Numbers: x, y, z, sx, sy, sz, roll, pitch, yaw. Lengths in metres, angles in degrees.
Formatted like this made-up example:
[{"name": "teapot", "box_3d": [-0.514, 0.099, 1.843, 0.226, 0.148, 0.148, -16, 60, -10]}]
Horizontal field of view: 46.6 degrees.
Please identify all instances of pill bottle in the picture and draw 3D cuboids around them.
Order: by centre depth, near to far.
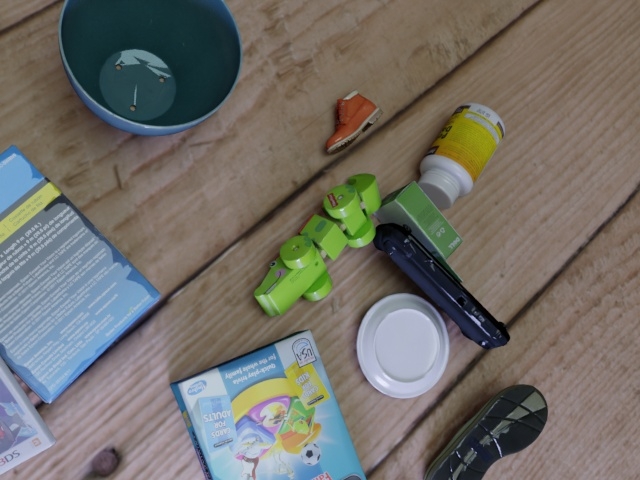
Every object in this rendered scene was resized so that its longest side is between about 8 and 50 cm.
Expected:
[{"name": "pill bottle", "box_3d": [0.281, -0.170, 1.518, 0.117, 0.117, 0.215, 39, 68, -11]}]

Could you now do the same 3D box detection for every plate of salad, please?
[{"name": "plate of salad", "box_3d": [0.157, 0.202, 1.433, 0.199, 0.048, 0.200, 2, 84, -20]}]

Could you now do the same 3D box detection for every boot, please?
[{"name": "boot", "box_3d": [0.048, -0.235, 1.474, 0.085, 0.059, 0.158, 46, 59, -4]}]

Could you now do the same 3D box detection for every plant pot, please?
[{"name": "plant pot", "box_3d": [-0.299, -0.301, 1.269, 0.290, 0.195, 0.290, 4, 79, -21]}]

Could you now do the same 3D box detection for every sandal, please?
[{"name": "sandal", "box_3d": [0.310, 0.383, 1.445, 0.302, 0.086, 0.120, -36, 100, -9]}]

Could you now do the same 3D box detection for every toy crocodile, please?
[{"name": "toy crocodile", "box_3d": [0.000, 0.000, 1.383, 0.340, 0.105, 0.115, -49, 134, -17]}]

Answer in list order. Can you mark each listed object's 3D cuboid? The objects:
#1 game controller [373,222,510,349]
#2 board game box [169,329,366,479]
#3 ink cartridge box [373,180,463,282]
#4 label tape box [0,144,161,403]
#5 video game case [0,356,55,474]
[{"name": "game controller", "box_3d": [0.226, 0.085, 1.419, 0.067, 0.166, 0.319, -45, 99, -1]}, {"name": "board game box", "box_3d": [-0.079, 0.357, 1.290, 0.253, 0.079, 0.336, -20, 87, -24]}, {"name": "ink cartridge box", "box_3d": [0.206, -0.009, 1.460, 0.062, 0.109, 0.209, -43, 97, -22]}, {"name": "label tape box", "box_3d": [-0.460, 0.056, 1.182, 0.334, 0.106, 0.240, 48, 68, -7]}, {"name": "video game case", "box_3d": [-0.524, 0.262, 1.105, 0.183, 0.023, 0.201, -30, 97, 7]}]
